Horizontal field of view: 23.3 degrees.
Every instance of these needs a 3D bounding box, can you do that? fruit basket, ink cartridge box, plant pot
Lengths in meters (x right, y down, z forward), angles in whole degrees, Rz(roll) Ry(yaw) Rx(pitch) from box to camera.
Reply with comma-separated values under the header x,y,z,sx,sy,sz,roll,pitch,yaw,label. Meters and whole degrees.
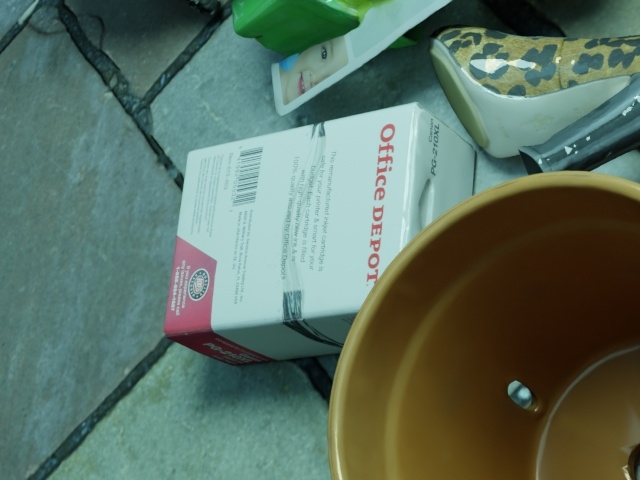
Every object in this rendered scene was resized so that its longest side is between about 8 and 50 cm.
x,y,z,sx,sy,sz,roll,pitch,yaw,label
0.056,-0.317,1.293,0.353,0.165,0.327,-36,50,45,fruit basket
0.000,0.000,1.265,0.237,0.100,0.171,-9,65,35,ink cartridge box
0.178,0.126,1.004,0.291,0.203,0.290,-16,61,31,plant pot

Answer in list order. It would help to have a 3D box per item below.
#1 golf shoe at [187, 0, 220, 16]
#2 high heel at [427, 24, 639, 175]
x,y,z,sx,sy,sz,roll,pitch,yaw,label
-0.132,-0.303,1.519,0.094,0.077,0.198,-42,52,15,golf shoe
0.200,-0.138,1.213,0.186,0.093,0.261,-28,36,-6,high heel
